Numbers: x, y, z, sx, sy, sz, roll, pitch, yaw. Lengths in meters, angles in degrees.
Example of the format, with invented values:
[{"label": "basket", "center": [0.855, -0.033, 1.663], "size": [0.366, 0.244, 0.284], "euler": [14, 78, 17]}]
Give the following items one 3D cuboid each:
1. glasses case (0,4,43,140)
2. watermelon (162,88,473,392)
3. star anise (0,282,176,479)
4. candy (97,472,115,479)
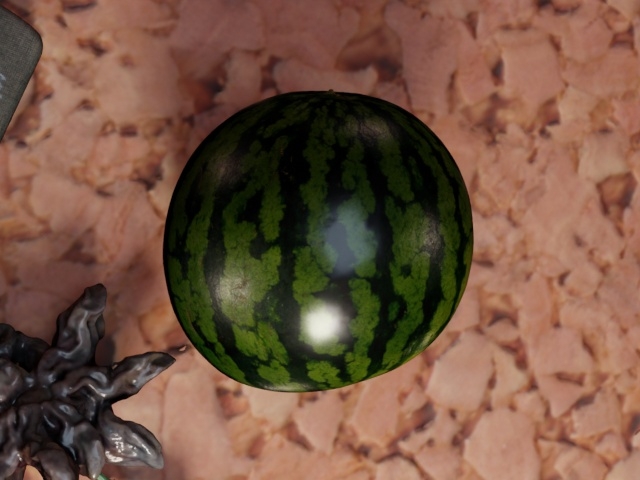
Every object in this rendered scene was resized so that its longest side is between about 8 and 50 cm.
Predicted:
[{"label": "glasses case", "center": [-0.367, -0.072, 1.383], "size": [0.131, 0.074, 0.323], "euler": [28, 80, -20]}, {"label": "watermelon", "center": [0.000, 0.000, 1.417], "size": [0.285, 0.285, 0.285], "euler": [0, 89, -21]}, {"label": "star anise", "center": [-0.258, 0.154, 1.397], "size": [0.283, 0.129, 0.212], "euler": [-11, 67, -21]}, {"label": "candy", "center": [-0.200, 0.230, 1.465], "size": [0.201, 0.060, 0.060], "euler": [41, 76, -7]}]
